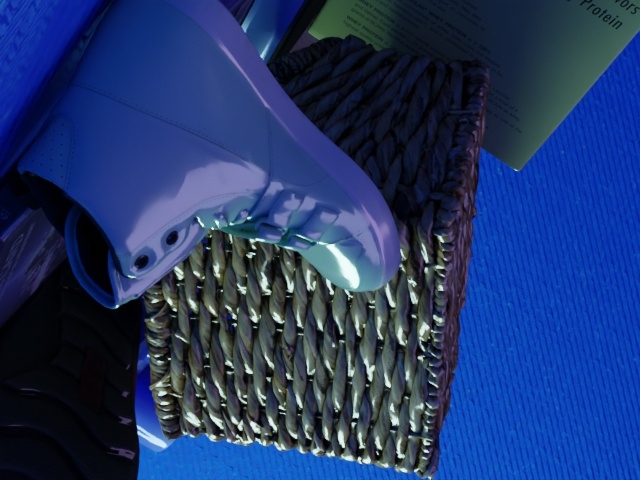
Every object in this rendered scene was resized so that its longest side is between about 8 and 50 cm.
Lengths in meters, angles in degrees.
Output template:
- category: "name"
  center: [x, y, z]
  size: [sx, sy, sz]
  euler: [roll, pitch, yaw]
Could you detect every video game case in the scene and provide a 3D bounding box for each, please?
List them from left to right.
- category: "video game case"
  center: [-0.142, -0.043, 0.861]
  size: [0.274, 0.026, 0.196]
  euler: [-51, 180, -38]

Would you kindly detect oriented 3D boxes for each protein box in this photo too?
- category: "protein box"
  center: [0.136, -0.203, 1.033]
  size: [0.201, 0.199, 0.136]
  euler: [-54, -175, 42]

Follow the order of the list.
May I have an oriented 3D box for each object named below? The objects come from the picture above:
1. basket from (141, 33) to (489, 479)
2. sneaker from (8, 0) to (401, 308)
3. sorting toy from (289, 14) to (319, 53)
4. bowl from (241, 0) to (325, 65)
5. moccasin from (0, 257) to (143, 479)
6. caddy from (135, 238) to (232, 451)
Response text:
- category: "basket"
  center: [0.000, 0.000, 1.018]
  size: [0.213, 0.223, 0.299]
  euler: [-73, 167, -44]
- category: "sneaker"
  center: [-0.062, -0.011, 0.752]
  size: [0.094, 0.256, 0.151]
  euler: [19, -111, 45]
- category: "sorting toy"
  center: [-0.016, -0.143, 1.438]
  size: [0.089, 0.257, 0.255]
  euler: [-12, -153, 36]
- category: "bowl"
  center: [0.019, -0.277, 1.036]
  size: [0.391, 0.077, 0.391]
  euler: [-56, -177, 5]
- category: "moccasin"
  center: [-0.208, 0.134, 0.909]
  size: [0.147, 0.139, 0.380]
  euler: [-46, -156, 17]
- category: "caddy"
  center: [-0.210, 0.090, 1.688]
  size: [0.241, 0.179, 0.341]
  euler: [-42, -156, 20]
